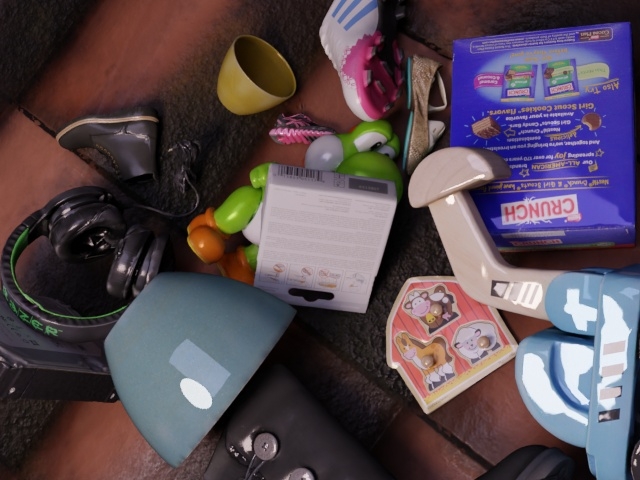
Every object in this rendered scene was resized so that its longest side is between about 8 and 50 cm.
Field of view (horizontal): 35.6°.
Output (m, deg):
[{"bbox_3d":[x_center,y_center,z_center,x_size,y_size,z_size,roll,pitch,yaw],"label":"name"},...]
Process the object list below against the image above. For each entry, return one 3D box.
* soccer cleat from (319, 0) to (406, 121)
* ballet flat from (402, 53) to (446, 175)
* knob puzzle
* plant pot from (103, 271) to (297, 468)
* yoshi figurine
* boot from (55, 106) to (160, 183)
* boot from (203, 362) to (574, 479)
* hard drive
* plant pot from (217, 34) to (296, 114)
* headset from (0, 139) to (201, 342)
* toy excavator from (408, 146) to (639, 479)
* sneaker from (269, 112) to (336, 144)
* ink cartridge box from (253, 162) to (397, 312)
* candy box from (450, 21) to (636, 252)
[{"bbox_3d":[0.060,-0.311,1.634,0.143,0.116,0.331,-15,48,30],"label":"soccer cleat"},{"bbox_3d":[0.168,-0.203,1.599,0.067,0.073,0.206,4,78,1],"label":"ballet flat"},{"bbox_3d":[0.179,0.134,1.504,0.213,0.030,0.213,-7,71,19],"label":"knob puzzle"},{"bbox_3d":[-0.200,0.159,1.465,0.195,0.290,0.290,38,89,-2],"label":"plant pot"},{"bbox_3d":[-0.018,-0.050,1.563,0.362,0.203,0.203,-36,80,4],"label":"yoshi figurine"},{"bbox_3d":[-0.383,-0.155,1.795,0.198,0.077,0.137,-12,74,19],"label":"boot"},{"bbox_3d":[0.075,0.318,1.391,0.445,0.146,0.367,38,96,36],"label":"boot"},{"bbox_3d":[-0.455,0.160,1.567,0.237,0.339,0.064,37,96,27],"label":"hard drive"},{"bbox_3d":[-0.123,-0.270,1.708,0.095,0.134,0.134,-39,61,34],"label":"plant pot"},{"bbox_3d":[-0.330,-0.011,1.606,0.243,0.185,0.394,35,50,12],"label":"headset"},{"bbox_3d":[0.320,0.100,1.303,0.445,0.222,0.432,5,97,29],"label":"toy excavator"},{"bbox_3d":[-0.027,-0.192,1.686,0.119,0.047,0.057,7,64,22],"label":"sneaker"},{"bbox_3d":[0.000,0.000,1.503,0.189,0.232,0.066,8,45,-5],"label":"ink cartridge box"},{"bbox_3d":[0.331,-0.146,1.485,0.268,0.122,0.317,-2,72,20],"label":"candy box"}]
